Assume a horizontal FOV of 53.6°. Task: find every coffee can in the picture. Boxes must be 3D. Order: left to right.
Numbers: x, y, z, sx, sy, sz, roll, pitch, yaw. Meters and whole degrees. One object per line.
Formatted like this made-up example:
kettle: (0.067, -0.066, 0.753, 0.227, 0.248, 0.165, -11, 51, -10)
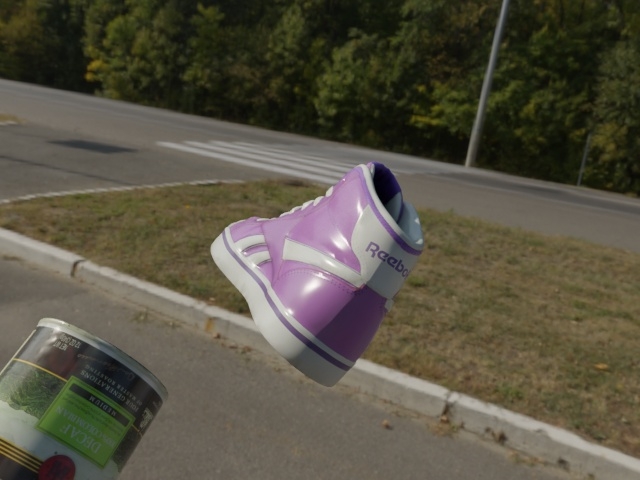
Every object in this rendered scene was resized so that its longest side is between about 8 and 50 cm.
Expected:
coffee can: (-0.349, 0.265, 0.788, 0.202, 0.201, 0.275, 14, 56, 24)

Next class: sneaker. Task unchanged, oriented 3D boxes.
sneaker: (0.001, 0.001, 0.557, 0.102, 0.161, 0.282, 35, 1, -27)
